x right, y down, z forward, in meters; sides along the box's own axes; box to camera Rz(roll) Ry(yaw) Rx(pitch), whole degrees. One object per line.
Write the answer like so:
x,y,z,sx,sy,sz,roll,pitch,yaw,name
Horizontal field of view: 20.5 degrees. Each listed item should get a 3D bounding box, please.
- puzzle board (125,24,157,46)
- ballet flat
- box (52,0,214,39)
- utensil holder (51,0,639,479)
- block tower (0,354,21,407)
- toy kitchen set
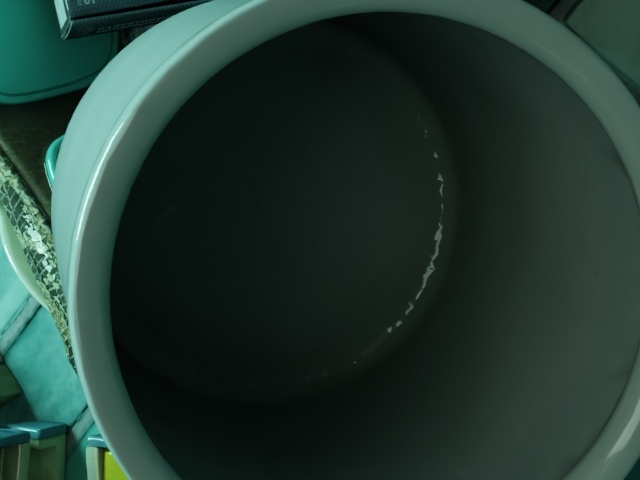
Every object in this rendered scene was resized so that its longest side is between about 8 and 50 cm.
-0.103,-0.173,1.382,0.096,0.011,0.128,27,104,23,puzzle board
-0.216,-0.081,1.373,0.182,0.164,0.482,-29,81,52,ballet flat
-0.125,-0.277,1.308,0.183,0.059,0.232,-11,86,-16,box
0.000,0.000,1.079,0.328,0.385,0.327,-2,99,-11,utensil holder
-0.408,0.189,1.499,0.335,0.097,0.091,-38,76,20,block tower
-0.213,0.160,1.338,0.166,0.207,0.122,4,95,25,toy kitchen set
